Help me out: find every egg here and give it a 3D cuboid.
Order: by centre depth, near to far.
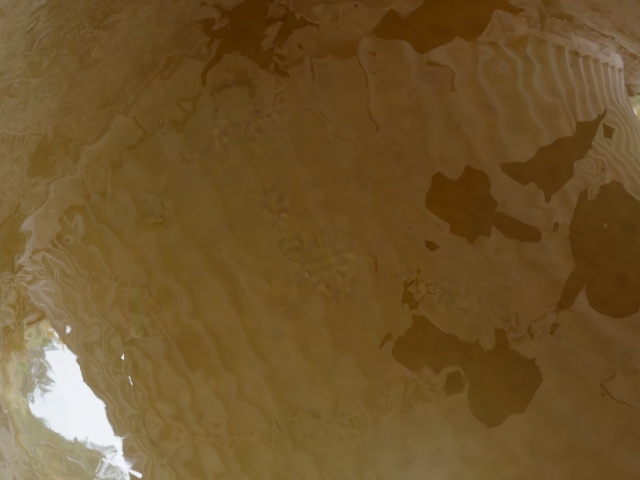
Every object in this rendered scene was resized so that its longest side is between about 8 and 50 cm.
[{"bbox_3d":[0.000,0.000,0.567,0.351,0.282,0.282,2,139,43],"label":"egg"}]
